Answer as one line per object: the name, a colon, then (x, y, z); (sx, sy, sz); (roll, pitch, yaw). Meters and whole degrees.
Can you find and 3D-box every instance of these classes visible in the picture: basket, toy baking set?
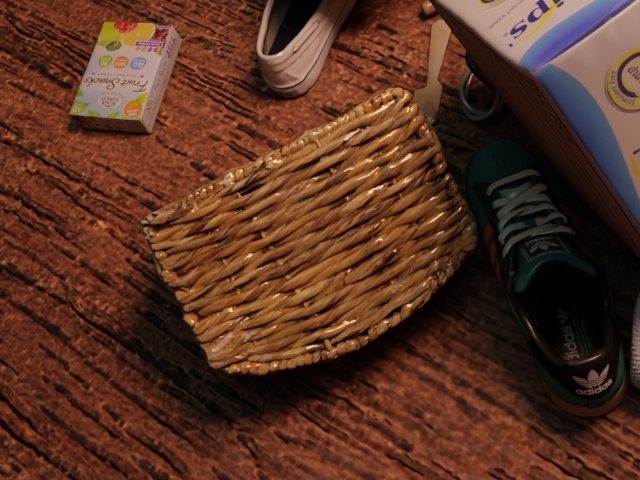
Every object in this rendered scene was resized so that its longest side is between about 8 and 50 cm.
basket: (0.000, 0.000, 0.994); (0.299, 0.223, 0.213); (-28, 94, 1)
toy baking set: (0.202, -0.234, 1.086); (0.256, 0.030, 0.196); (-21, 61, 5)

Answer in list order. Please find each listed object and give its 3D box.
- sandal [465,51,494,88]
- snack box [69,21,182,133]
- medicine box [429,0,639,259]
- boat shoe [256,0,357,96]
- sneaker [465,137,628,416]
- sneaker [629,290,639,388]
sandal: (0.241, -0.182, 1.031); (0.179, 0.040, 0.067); (1, 74, -9)
snack box: (-0.240, -0.204, 1.192); (0.100, 0.037, 0.141); (6, 67, 19)
medicine box: (0.247, -0.140, 0.825); (0.149, 0.263, 0.289); (-39, 30, 9)
boat shoe: (-0.009, -0.298, 1.146); (0.095, 0.084, 0.258); (7, 67, 19)
sneaker: (0.214, 0.011, 0.911); (0.108, 0.121, 0.302); (-21, 61, 5)
sneaker: (0.383, 0.029, 0.865); (0.153, 0.101, 0.268); (18, 68, 26)
